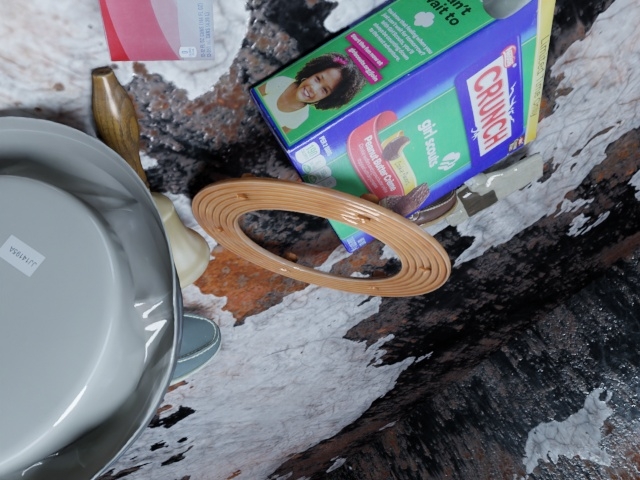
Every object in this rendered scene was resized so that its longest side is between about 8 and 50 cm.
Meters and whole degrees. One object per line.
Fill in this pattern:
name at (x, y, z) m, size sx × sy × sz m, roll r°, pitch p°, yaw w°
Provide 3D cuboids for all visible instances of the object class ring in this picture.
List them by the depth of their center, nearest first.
ring at (0.000, 0.000, 0.690) m, size 0.337 × 0.032 × 0.336 m, roll 14°, pitch 159°, yaw 6°

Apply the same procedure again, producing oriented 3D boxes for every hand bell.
hand bell at (-0.201, -0.065, 0.569) m, size 0.126 × 0.126 × 0.242 m, roll -20°, pitch 134°, yaw -19°

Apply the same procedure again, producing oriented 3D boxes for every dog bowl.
dog bowl at (-0.280, 0.070, 0.453) m, size 0.349 × 0.348 × 0.102 m, roll -27°, pitch 162°, yaw -7°

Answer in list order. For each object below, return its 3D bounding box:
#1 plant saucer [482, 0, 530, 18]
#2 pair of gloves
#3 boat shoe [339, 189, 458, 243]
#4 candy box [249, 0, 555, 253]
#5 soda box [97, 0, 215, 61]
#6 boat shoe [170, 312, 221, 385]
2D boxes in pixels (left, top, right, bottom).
plant saucer at (0.209, -0.357, 0.357) m, size 0.400 × 0.100 × 0.400 m, roll -59°, pitch -177°, yaw 5°
pair of gloves at (0.280, -0.124, 0.935) m, size 0.204 × 0.042 × 0.240 m, roll -34°, pitch 144°, yaw 14°
boat shoe at (0.120, -0.052, 0.850) m, size 0.207 × 0.073 × 0.073 m, roll -21°, pitch 134°, yaw -1°
candy box at (0.114, -0.154, 0.667) m, size 0.317 × 0.122 × 0.268 m, roll -33°, pitch 150°, yaw 1°
soda box at (-0.117, -0.253, 0.343) m, size 0.083 × 0.092 × 0.263 m, roll -6°, pitch 142°, yaw -13°
boat shoe at (-0.280, 0.145, 0.759) m, size 0.319 × 0.116 × 0.099 m, roll 0°, pitch 141°, yaw -34°
